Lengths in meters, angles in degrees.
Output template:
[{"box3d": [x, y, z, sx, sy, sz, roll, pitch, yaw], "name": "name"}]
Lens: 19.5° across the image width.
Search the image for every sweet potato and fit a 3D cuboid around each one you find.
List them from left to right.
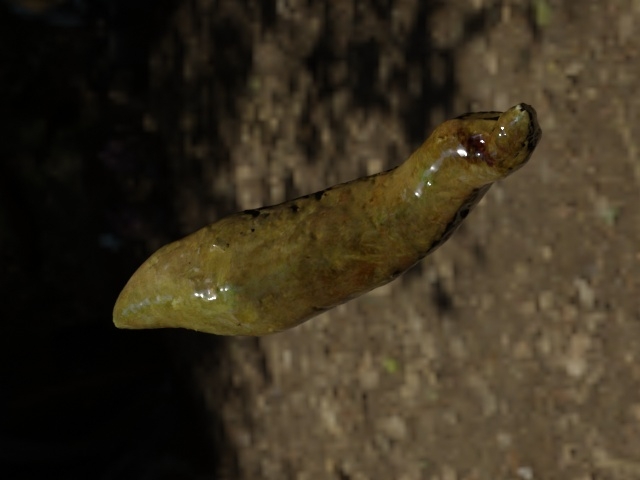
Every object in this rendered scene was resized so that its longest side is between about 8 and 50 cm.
[{"box3d": [0.004, 0.000, 0.534, 0.153, 0.041, 0.038, -25, 78, 27], "name": "sweet potato"}]
